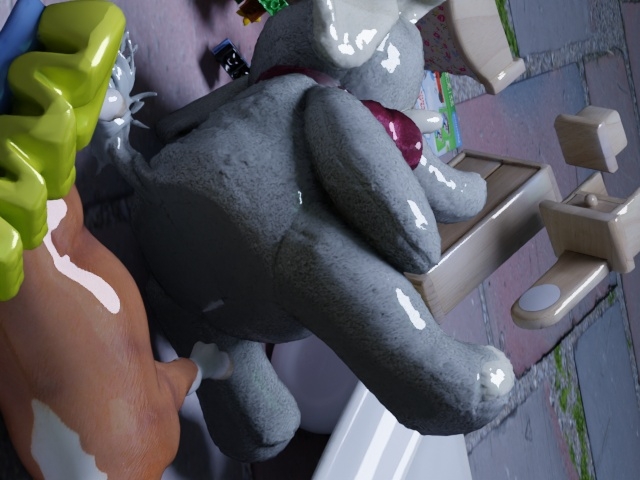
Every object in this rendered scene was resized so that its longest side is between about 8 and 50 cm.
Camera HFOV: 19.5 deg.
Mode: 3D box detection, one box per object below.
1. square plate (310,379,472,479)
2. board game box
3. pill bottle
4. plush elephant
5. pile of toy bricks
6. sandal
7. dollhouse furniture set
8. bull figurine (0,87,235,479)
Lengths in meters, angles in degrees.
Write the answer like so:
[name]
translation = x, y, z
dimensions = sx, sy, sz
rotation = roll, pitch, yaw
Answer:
[square plate]
translation = 0.046, 0.268, 1.337
dimensions = 0.344, 0.049, 0.347
rotation = 74, 33, -46
[board game box]
translation = 0.077, -0.150, 1.768
dimensions = 0.211, 0.039, 0.160
rotation = -29, 109, -67
[pill bottle]
translation = 0.051, 0.109, 1.466
dimensions = 0.184, 0.103, 0.103
rotation = 17, 65, -54
[plush elephant]
translation = 0.002, -0.047, 1.220
dimensions = 0.330, 0.272, 0.255
rotation = 53, 54, -8
[pile of toy bricks]
translation = -0.048, -0.196, 1.413
dimensions = 0.212, 0.118, 0.105
rotation = 52, 4, -24
[sandal]
translation = -0.210, 0.003, 0.882
dimensions = 0.126, 0.138, 0.317
rotation = 118, -6, -63
[dollhouse furniture set]
translation = 0.068, -0.127, 1.468
dimensions = 0.174, 0.303, 0.355
rotation = -40, 124, -28
[bull figurine]
translation = -0.136, 0.063, 1.057
dimensions = 0.188, 0.101, 0.310
rotation = -60, 137, -61
